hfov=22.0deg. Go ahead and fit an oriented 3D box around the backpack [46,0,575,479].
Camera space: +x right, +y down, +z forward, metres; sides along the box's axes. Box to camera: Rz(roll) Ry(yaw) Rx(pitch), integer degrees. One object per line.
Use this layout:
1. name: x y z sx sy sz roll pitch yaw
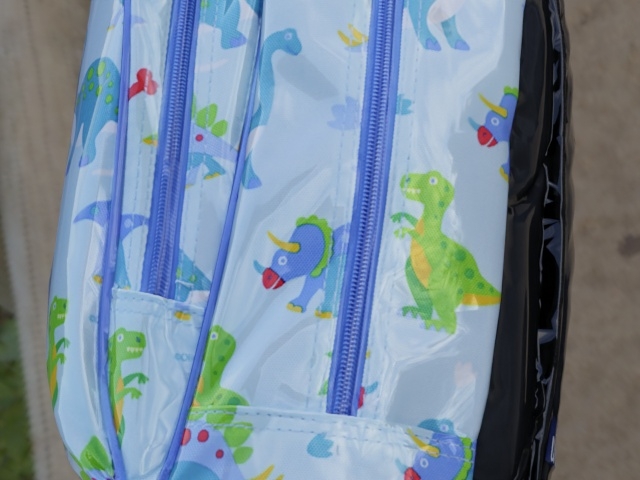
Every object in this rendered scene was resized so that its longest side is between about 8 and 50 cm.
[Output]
1. backpack: 0.000 0.000 0.699 0.273 0.290 0.356 18 81 8
